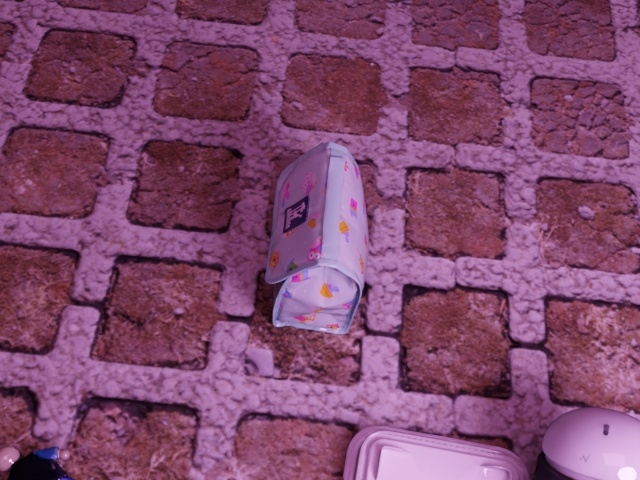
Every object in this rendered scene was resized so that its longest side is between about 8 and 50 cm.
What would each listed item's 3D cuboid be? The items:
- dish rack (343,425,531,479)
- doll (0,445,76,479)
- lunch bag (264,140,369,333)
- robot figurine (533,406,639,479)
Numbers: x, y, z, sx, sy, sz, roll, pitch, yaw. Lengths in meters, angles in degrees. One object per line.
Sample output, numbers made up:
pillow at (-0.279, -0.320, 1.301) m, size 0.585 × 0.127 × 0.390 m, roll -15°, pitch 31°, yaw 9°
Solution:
dish rack at (0.164, 0.436, 1.102) m, size 0.286 × 0.072 × 0.332 m, roll 10°, pitch 62°, yaw 1°
doll at (-0.403, 0.364, 1.117) m, size 0.189 × 0.046 × 0.129 m, roll 35°, pitch 64°, yaw 14°
lunch bag at (0.000, 0.000, 1.221) m, size 0.160 × 0.262 × 0.223 m, roll 6°, pitch 62°, yaw 0°
robot figurine at (0.378, 0.368, 1.053) m, size 0.174 × 0.209 × 0.278 m, roll 4°, pitch 97°, yaw -19°
